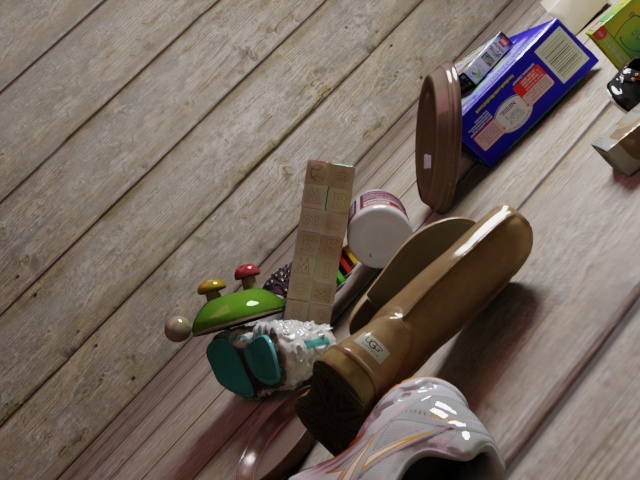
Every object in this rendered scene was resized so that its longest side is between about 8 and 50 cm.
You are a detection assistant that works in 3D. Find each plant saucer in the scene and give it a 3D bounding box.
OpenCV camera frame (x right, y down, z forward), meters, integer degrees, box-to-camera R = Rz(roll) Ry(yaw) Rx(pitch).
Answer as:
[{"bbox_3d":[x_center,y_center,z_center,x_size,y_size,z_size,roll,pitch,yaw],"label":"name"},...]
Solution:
[{"bbox_3d":[0.211,-0.186,1.071,0.278,0.041,0.277,-179,90,-90],"label":"plant saucer"},{"bbox_3d":[-0.050,0.274,0.801,0.168,0.029,0.168,-45,9,9],"label":"plant saucer"}]

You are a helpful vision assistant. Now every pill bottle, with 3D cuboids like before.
[{"bbox_3d":[0.113,-0.033,1.146,0.121,0.121,0.221,-43,9,14],"label":"pill bottle"}]

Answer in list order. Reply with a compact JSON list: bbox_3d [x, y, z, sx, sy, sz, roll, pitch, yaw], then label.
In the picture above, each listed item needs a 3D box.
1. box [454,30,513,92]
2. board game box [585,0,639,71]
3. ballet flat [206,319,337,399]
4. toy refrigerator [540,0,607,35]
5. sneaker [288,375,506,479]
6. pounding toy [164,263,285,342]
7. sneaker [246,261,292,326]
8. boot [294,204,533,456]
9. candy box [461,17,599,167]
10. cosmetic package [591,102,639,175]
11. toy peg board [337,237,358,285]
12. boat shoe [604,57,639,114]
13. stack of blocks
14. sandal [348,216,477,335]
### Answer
[{"bbox_3d":[0.299,-0.347,1.196,0.114,0.036,0.207,-47,8,-5],"label":"box"},{"bbox_3d":[0.493,-0.333,0.840,0.181,0.092,0.043,-42,9,24],"label":"board game box"},{"bbox_3d":[-0.089,0.211,1.058,0.147,0.147,0.409,-50,12,-26],"label":"ballet flat"},{"bbox_3d":[0.622,-0.587,1.435,0.102,0.094,0.269,-49,5,29],"label":"toy refrigerator"},{"bbox_3d":[0.031,0.222,0.449,0.262,0.099,0.121,-47,13,-3],"label":"sneaker"},{"bbox_3d":[-0.188,0.116,1.140,0.237,0.110,0.183,-22,-10,39],"label":"pounding toy"},{"bbox_3d":[-0.094,0.153,1.255,0.085,0.086,0.237,27,84,39],"label":"sneaker"},{"bbox_3d":[0.105,0.109,0.640,0.270,0.089,0.236,-36,-19,-28],"label":"boot"},{"bbox_3d":[0.362,-0.293,1.184,0.268,0.122,0.317,-45,9,11],"label":"candy box"},{"bbox_3d":[0.369,-0.129,0.646,0.115,0.041,0.060,-43,8,16],"label":"cosmetic package"},{"bbox_3d":[0.024,0.066,1.334,0.161,0.079,0.161,-32,-3,-46],"label":"toy peg board"},{"bbox_3d":[0.414,-0.208,0.776,0.133,0.049,0.042,-48,0,-45],"label":"boat shoe"},{"bbox_3d":[0.000,0.000,1.113,0.171,0.087,0.297,-71,-9,-84],"label":"stack of blocks"},{"bbox_3d":[0.125,0.045,0.842,0.240,0.088,0.079,-48,13,15],"label":"sandal"}]
